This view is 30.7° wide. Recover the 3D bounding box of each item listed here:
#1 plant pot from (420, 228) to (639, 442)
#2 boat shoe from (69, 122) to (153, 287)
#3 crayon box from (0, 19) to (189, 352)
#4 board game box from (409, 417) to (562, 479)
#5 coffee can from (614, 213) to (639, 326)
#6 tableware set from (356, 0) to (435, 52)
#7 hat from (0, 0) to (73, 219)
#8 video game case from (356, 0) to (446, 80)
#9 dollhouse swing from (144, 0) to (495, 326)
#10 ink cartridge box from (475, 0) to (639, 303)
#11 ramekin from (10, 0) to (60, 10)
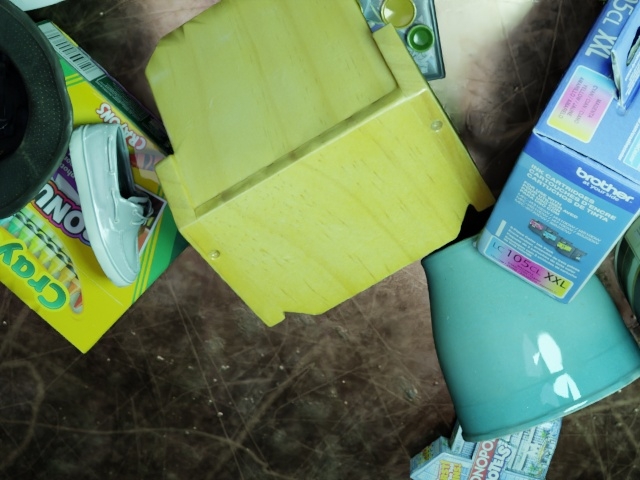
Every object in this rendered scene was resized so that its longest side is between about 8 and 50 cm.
[{"bbox_3d":[0.268,0.102,1.586,0.272,0.272,0.255,-24,87,12],"label":"plant pot"},{"bbox_3d":[-0.270,-0.048,1.564,0.081,0.079,0.227,-10,103,13],"label":"boat shoe"},{"bbox_3d":[-0.363,-0.074,1.663,0.363,0.106,0.313,43,105,-7],"label":"crayon box"},{"bbox_3d":[0.240,0.325,1.742,0.194,0.060,0.194,15,107,0],"label":"board game box"},{"bbox_3d":[0.507,0.065,1.529,0.202,0.275,0.201,2,106,6],"label":"coffee can"},{"bbox_3d":[0.076,-0.297,1.563,0.104,0.024,0.154,-40,99,15],"label":"tableware set"},{"bbox_3d":[-0.431,-0.181,1.517,0.331,0.134,0.331,5,101,24],"label":"hat"},{"bbox_3d":[0.027,-0.336,1.587,0.248,0.035,0.274,-9,105,8],"label":"video game case"},{"bbox_3d":[-0.019,-0.140,1.545,0.347,0.305,0.315,-31,131,9],"label":"dollhouse swing"},{"bbox_3d":[0.332,-0.131,1.340,0.151,0.395,0.270,30,68,7],"label":"ink cartridge box"},{"bbox_3d":[-0.339,-0.391,1.496,0.273,0.273,0.127,-15,115,9],"label":"ramekin"}]
